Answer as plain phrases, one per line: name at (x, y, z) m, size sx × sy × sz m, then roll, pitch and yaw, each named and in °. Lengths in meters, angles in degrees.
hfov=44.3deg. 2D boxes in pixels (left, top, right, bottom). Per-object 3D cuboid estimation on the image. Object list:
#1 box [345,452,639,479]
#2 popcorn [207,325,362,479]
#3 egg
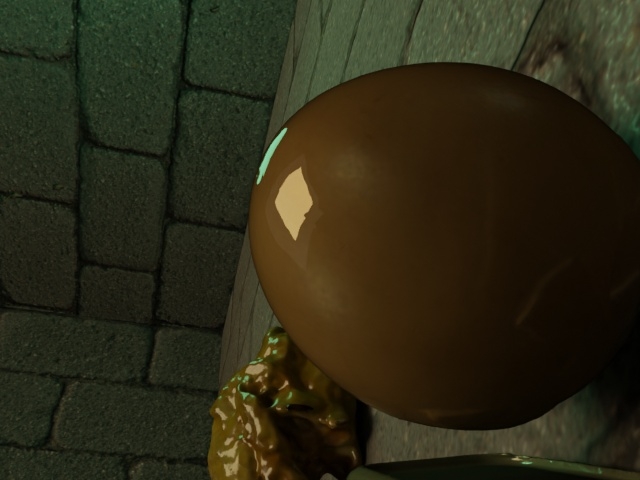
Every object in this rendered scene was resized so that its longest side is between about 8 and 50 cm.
box at (0.105, 0.201, 0.372) m, size 0.274 × 0.138 × 0.178 m, roll 138°, pitch 130°, yaw -75°
popcorn at (-0.048, 0.240, 1.001) m, size 0.253 × 0.190 × 0.191 m, roll -102°, pitch 15°, yaw -53°
egg at (0.069, 0.001, 0.433) m, size 0.201 × 0.244 × 0.201 m, roll -21°, pitch 59°, yaw 42°
